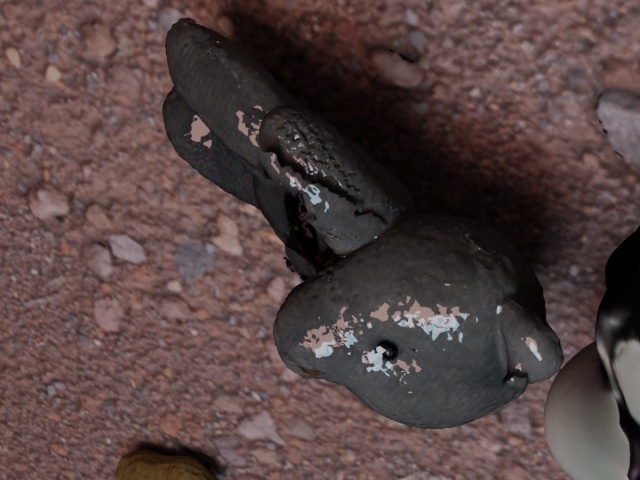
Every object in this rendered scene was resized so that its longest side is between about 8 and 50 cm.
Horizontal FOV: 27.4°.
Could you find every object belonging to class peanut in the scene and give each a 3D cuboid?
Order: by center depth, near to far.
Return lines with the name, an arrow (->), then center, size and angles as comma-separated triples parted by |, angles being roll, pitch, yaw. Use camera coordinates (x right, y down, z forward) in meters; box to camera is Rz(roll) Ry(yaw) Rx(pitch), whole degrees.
peanut -> -0.140, 0.219, 1.196 | 0.113, 0.054, 0.053 | 1, 120, 32

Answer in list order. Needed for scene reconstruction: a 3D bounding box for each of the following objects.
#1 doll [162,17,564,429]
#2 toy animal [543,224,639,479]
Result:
doll -> -0.003, 0.007, 0.888 | 0.340, 0.158, 0.246 | 39, 161, 7
toy animal -> 0.248, 0.102, 0.795 | 0.213, 0.212, 0.266 | 21, 128, 16
